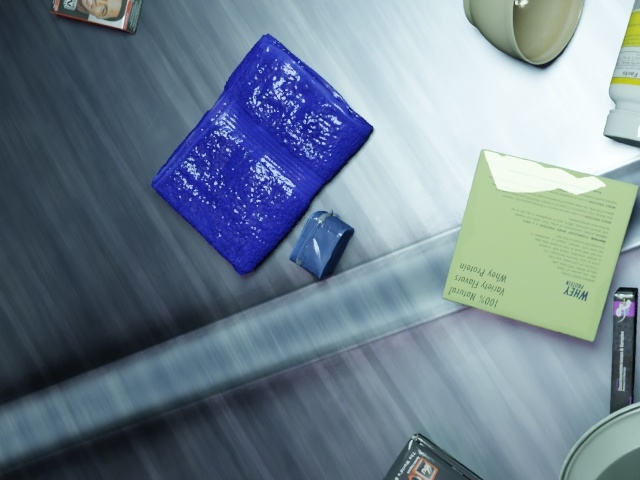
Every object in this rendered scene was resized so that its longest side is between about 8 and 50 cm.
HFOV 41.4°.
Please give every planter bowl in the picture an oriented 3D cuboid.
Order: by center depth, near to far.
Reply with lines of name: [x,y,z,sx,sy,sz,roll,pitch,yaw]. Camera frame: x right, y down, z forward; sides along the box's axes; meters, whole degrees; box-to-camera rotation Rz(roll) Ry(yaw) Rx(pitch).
planter bowl: [0.259,-0.322,1.123,0.109,0.162,0.162,24,100,43]

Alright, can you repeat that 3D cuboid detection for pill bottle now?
pill bottle: [0.437,-0.222,1.076,0.119,0.119,0.208,17,97,17]

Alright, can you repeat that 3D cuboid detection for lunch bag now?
lunch bag: [0.000,0.000,1.251,0.065,0.067,0.098,30,99,14]

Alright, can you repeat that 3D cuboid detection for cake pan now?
cake pan: [0.449,0.327,1.060,0.293,0.054,0.293,2,116,5]

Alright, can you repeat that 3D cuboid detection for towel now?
towel: [-0.099,-0.129,1.275,0.227,0.076,0.308,43,103,13]

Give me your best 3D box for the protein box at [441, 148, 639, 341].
protein box: [0.289,0.003,1.122,0.200,0.136,0.201,16,96,16]

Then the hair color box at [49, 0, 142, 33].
hair color box: [-0.361,-0.385,1.369,0.141,0.043,0.072,16,96,16]

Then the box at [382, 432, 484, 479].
box: [0.149,0.516,1.155,0.318,0.097,0.395,35,84,13]

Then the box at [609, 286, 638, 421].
box: [0.395,0.145,1.103,0.029,0.116,0.162,1,92,22]
